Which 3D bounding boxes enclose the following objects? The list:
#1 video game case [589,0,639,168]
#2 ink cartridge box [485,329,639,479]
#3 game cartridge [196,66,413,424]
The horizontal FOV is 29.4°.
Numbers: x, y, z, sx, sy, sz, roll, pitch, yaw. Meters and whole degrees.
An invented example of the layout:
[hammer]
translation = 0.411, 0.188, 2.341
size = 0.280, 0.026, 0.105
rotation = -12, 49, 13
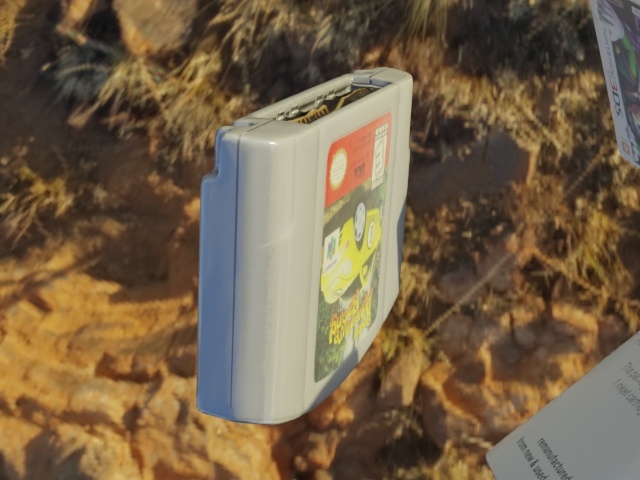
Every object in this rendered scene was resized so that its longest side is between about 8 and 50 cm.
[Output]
[video game case]
translation = 0.263, -0.101, 0.896
size = 0.022, 0.190, 0.173
rotation = -26, 123, -7
[ink cartridge box]
translation = 0.321, 0.110, 0.589
size = 0.385, 0.160, 0.279
rotation = -39, 97, 4
[game cartridge]
translation = 0.000, 0.000, 0.805
size = 0.060, 0.294, 0.196
rotation = 12, 109, 16
